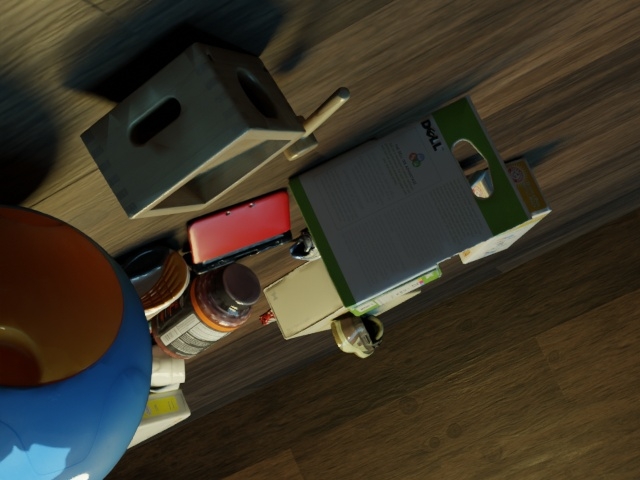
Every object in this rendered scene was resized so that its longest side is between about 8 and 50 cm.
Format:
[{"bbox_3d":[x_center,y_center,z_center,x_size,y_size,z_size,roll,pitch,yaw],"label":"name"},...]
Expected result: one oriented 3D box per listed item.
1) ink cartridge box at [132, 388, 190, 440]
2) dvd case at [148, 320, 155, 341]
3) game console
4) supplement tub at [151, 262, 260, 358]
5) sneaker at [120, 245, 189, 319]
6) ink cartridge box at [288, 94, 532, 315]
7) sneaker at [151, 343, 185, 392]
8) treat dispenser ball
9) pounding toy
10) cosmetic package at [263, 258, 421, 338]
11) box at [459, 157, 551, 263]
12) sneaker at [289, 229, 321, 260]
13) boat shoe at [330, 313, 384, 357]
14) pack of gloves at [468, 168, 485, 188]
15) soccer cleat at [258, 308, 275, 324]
[{"bbox_3d":[-0.433,0.364,1.601,0.304,0.072,0.307,-28,165,17],"label":"ink cartridge box"},{"bbox_3d":[-0.303,0.166,1.637,0.087,0.013,0.119,-29,166,20],"label":"dvd case"},{"bbox_3d":[-0.119,-0.019,1.224,0.144,0.085,0.124,-20,-162,-17],"label":"game console"},{"bbox_3d":[-0.178,0.108,1.422,0.106,0.106,0.198,-10,161,-47],"label":"supplement tub"},{"bbox_3d":[-0.288,0.097,1.207,0.262,0.099,0.121,-23,172,0],"label":"sneaker"},{"bbox_3d":[0.115,-0.041,1.157,0.255,0.188,0.097,-26,166,5],"label":"ink cartridge box"},{"bbox_3d":[-0.355,0.245,1.717,0.169,0.108,0.292,-5,167,-14],"label":"sneaker"},{"bbox_3d":[-0.295,0.110,0.795,0.288,0.288,0.288,-23,167,-5],"label":"treat dispenser ball"},{"bbox_3d":[-0.071,-0.111,0.778,0.181,0.094,0.206,-34,174,19],"label":"pounding toy"},{"bbox_3d":[0.051,0.099,1.794,0.160,0.113,0.309,-32,166,32],"label":"cosmetic package"},{"bbox_3d":[0.318,-0.052,1.651,0.103,0.114,0.203,-18,166,-18],"label":"box"},{"bbox_3d":[0.000,0.000,1.435,0.058,0.052,0.135,-7,159,-42],"label":"sneaker"},{"bbox_3d":[0.090,0.182,1.763,0.073,0.080,0.223,-23,164,18],"label":"boat shoe"},{"bbox_3d":[0.171,-0.044,1.512,0.232,0.046,0.195,-41,180,-12],"label":"pack of gloves"},{"bbox_3d":[-0.101,0.163,1.967,0.036,0.029,0.083,-24,174,-44],"label":"soccer cleat"}]
